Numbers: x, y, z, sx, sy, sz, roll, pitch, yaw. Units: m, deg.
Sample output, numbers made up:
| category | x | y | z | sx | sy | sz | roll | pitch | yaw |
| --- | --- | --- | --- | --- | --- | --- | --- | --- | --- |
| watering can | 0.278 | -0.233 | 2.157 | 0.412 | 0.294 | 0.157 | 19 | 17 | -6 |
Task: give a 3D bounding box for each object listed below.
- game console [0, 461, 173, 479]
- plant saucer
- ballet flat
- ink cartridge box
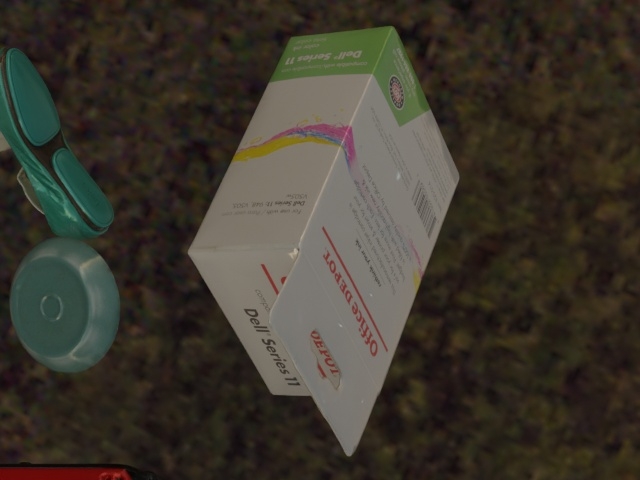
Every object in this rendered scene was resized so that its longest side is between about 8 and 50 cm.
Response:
| category | x | y | z | sx | sy | sz | roll | pitch | yaw |
| --- | --- | --- | --- | --- | --- | --- | --- | --- | --- |
| game console | -0.234 | 0.299 | 1.997 | 0.386 | 0.342 | 0.060 | 30 | 57 | -54 |
| plant saucer | -0.227 | 0.057 | 1.562 | 0.021 | 0.119 | 0.119 | -7 | 115 | -60 |
| ballet flat | -0.337 | -0.103 | 2.121 | 0.247 | 0.087 | 0.083 | 61 | 30 | -11 |
| ink cartridge box | 0.000 | 0.000 | 1.638 | 0.207 | 0.119 | 0.353 | 63 | 38 | -39 |
